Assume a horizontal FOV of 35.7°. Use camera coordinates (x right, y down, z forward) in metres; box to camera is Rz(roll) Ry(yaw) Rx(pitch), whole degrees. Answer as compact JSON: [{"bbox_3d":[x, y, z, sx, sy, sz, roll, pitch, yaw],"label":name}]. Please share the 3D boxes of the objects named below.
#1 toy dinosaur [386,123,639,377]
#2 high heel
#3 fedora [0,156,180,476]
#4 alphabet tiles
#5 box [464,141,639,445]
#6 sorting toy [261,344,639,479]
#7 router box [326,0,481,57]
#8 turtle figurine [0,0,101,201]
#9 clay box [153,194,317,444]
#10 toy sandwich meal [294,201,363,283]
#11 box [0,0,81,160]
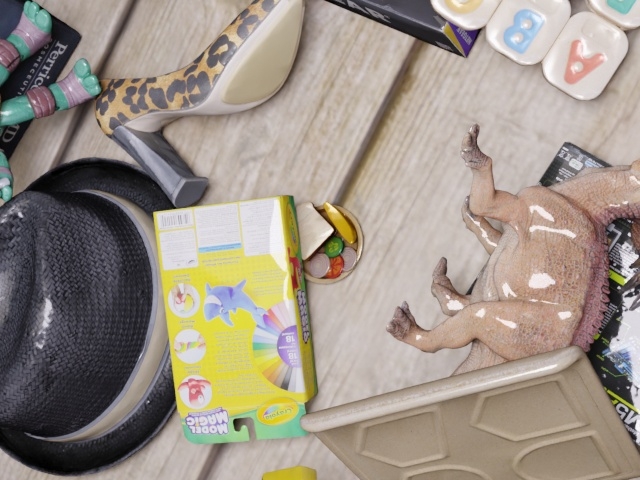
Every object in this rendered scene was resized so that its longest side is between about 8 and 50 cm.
[{"bbox_3d":[0.181,0.037,0.769,0.200,0.127,0.295,25,99,18],"label":"toy dinosaur"},{"bbox_3d":[-0.131,-0.186,0.986,0.186,0.093,0.261,46,112,28],"label":"high heel"},{"bbox_3d":[-0.275,0.069,0.993,0.334,0.152,0.334,-4,81,23],"label":"fedora"},{"bbox_3d":[0.231,-0.275,0.835,0.284,0.021,0.278,33,94,2],"label":"alphabet tiles"},{"bbox_3d":[0.237,0.041,0.830,0.191,0.045,0.184,34,98,24],"label":"box"},{"bbox_3d":[0.082,0.166,0.787,0.307,0.229,0.041,-18,50,20],"label":"sorting toy"},{"bbox_3d":[0.054,-0.346,0.949,0.309,0.081,0.243,29,94,25],"label":"router box"},{"bbox_3d":[-0.340,-0.128,0.963,0.118,0.234,0.175,-2,123,54],"label":"turtle figurine"},{"bbox_3d":[-0.077,0.074,0.934,0.127,0.053,0.222,-6,92,14],"label":"clay box"},{"bbox_3d":[0.000,0.000,0.948,0.086,0.029,0.085,-4,80,23],"label":"toy sandwich meal"},{"bbox_3d":[-0.494,-0.188,0.995,0.212,0.395,0.293,35,98,23],"label":"box"}]
